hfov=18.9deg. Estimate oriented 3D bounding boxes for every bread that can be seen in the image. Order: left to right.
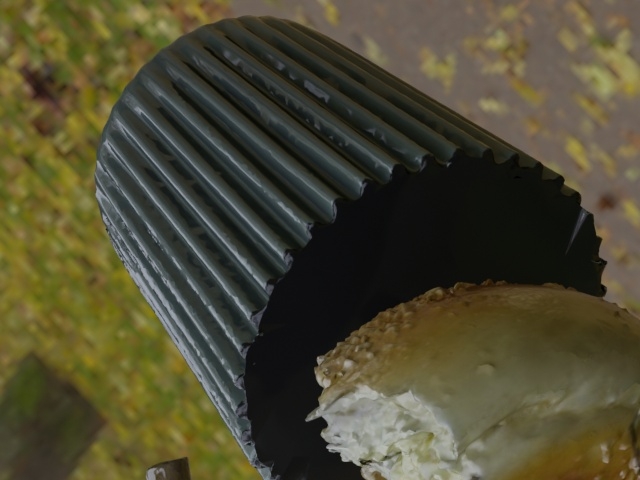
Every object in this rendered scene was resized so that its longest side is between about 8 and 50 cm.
[{"bbox_3d":[0.120,0.114,1.126,0.171,0.192,0.314,47,175,40],"label":"bread"}]

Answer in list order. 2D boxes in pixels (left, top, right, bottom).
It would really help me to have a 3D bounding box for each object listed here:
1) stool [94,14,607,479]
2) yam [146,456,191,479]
[{"bbox_3d":[0.000,0.000,1.447,0.330,0.297,0.297,44,167,50],"label":"stool"},{"bbox_3d":[-0.089,0.332,1.505,0.045,0.045,0.326,-19,79,37],"label":"yam"}]
